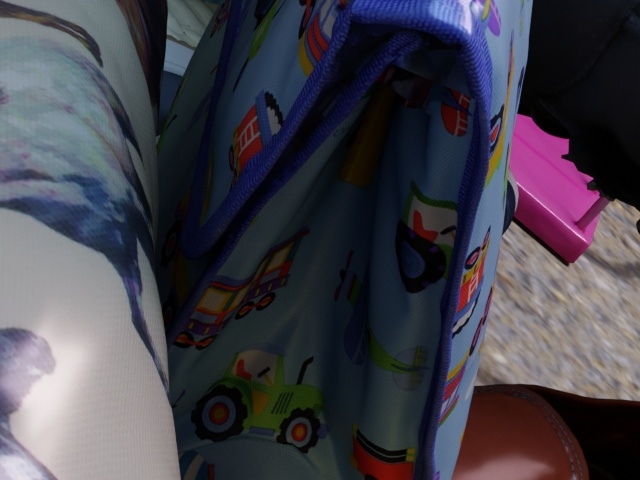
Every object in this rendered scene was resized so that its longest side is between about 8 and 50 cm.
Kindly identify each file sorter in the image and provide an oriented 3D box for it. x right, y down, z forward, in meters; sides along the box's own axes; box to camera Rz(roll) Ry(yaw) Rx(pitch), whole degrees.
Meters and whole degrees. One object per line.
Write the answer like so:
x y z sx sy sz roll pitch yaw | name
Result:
0.164 -0.163 1.270 0.202 0.182 0.290 39 27 -4 | file sorter

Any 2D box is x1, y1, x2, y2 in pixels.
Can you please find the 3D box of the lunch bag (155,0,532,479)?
0.022 -0.058 0.645 0.138 0.293 0.221 16 48 -4 | lunch bag

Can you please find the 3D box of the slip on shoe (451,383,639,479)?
0.058 0.104 0.819 0.331 0.101 0.123 10 42 -44 | slip on shoe

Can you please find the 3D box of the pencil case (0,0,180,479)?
-0.112 0.020 0.519 0.160 0.183 0.410 3 44 -10 | pencil case

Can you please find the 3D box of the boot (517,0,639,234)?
0.232 -0.012 0.895 0.445 0.146 0.367 41 12 16 | boot

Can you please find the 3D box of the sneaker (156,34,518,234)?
0.000 0.000 0.899 0.282 0.099 0.153 13 36 -37 | sneaker

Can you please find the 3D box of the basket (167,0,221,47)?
-0.048 -0.211 0.996 0.201 0.255 0.289 51 9 15 | basket
